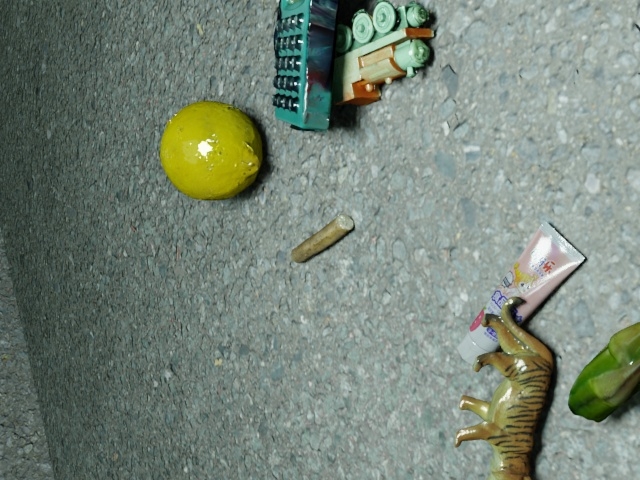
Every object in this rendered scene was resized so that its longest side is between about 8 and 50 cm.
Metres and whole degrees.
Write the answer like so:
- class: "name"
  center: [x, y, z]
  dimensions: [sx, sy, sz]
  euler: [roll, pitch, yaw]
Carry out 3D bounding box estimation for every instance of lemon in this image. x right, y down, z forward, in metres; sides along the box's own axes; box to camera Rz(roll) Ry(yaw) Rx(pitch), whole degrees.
- class: "lemon"
  center: [-0.185, -0.152, 1.368]
  dimensions: [0.206, 0.173, 0.174]
  euler: [13, 102, 36]

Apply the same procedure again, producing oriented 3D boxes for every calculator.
- class: "calculator"
  center: [-0.028, -0.295, 1.181]
  dimensions: [0.248, 0.058, 0.274]
  euler: [-134, 48, -73]

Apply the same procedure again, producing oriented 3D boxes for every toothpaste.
- class: "toothpaste"
  center: [0.232, 0.071, 0.945]
  dimensions: [0.067, 0.042, 0.194]
  euler: [52, 125, 33]

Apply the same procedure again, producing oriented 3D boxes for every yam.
- class: "yam"
  center: [0.000, 0.000, 1.247]
  dimensions: [0.145, 0.032, 0.032]
  euler: [-34, 65, 49]

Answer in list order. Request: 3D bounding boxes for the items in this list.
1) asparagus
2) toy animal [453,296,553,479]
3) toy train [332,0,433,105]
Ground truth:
- class: "asparagus"
  center: [0.347, 0.083, 0.766]
  dimensions: [0.287, 0.080, 0.080]
  euler: [-52, 52, 43]
- class: "toy animal"
  center: [0.218, 0.185, 0.934]
  dimensions: [0.099, 0.057, 0.241]
  euler: [14, 99, 6]
- class: "toy train"
  center: [0.083, -0.259, 1.099]
  dimensions: [0.176, 0.074, 0.118]
  euler: [-7, 93, 51]
